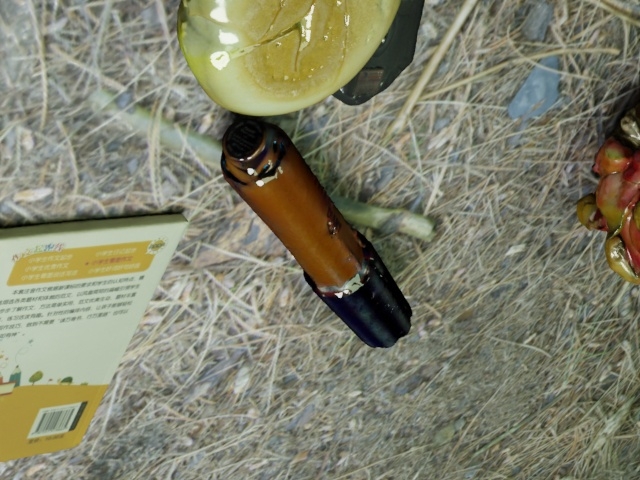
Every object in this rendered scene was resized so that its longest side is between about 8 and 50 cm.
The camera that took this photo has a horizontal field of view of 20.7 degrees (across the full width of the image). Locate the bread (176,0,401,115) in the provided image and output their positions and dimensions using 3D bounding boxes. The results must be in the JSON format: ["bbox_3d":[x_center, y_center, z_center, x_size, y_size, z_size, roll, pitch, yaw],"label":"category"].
[{"bbox_3d":[-0.028,-0.198,1.364,0.213,0.105,0.213,-21,141,-19],"label":"bread"}]

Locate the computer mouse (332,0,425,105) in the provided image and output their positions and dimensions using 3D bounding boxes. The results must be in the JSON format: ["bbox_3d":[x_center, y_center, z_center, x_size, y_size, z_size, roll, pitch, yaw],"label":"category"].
[{"bbox_3d":[0.042,-0.197,1.493,0.099,0.057,0.172,-6,124,-41],"label":"computer mouse"}]

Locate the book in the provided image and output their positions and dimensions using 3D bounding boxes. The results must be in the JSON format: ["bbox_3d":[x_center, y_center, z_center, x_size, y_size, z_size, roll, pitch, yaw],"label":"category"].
[{"bbox_3d":[-0.255,0.098,1.581,0.208,0.020,0.295,-5,135,-43],"label":"book"}]

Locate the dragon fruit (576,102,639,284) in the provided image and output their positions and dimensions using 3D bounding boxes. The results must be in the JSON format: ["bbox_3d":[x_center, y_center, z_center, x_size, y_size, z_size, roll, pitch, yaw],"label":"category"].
[{"bbox_3d":[0.416,-0.043,1.917,0.262,0.314,0.296,1,121,-2],"label":"dragon fruit"}]

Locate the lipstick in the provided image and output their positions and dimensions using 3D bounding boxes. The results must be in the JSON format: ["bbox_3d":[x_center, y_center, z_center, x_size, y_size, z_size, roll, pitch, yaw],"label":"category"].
[{"bbox_3d":[0.000,0.000,1.676,0.077,0.077,0.418,-39,148,-1],"label":"lipstick"}]
